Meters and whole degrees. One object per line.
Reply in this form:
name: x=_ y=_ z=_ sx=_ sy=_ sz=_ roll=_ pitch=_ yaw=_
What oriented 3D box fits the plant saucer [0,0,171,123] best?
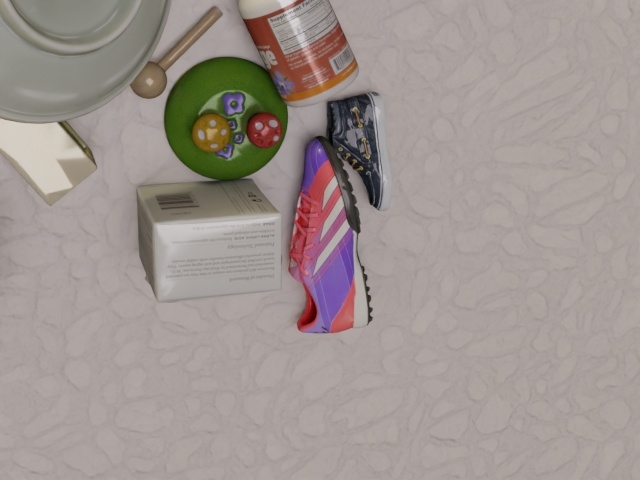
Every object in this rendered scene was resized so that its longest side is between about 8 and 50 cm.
plant saucer: x=-0.327 y=-0.340 z=1.342 sx=0.400 sy=0.100 sz=0.400 roll=-13 pitch=109 yaw=-41

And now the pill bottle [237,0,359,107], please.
pill bottle: x=-0.040 y=-0.305 z=1.518 sx=0.121 sy=0.121 sz=0.216 roll=-29 pitch=114 yaw=-5

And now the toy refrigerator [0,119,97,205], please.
toy refrigerator: x=-0.417 y=-0.185 z=1.456 sx=0.094 sy=0.102 sz=0.269 roll=-39 pitch=115 yaw=-1

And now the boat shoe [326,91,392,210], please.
boat shoe: x=0.056 y=-0.130 z=1.646 sx=0.083 sy=0.065 sz=0.183 roll=-10 pitch=105 yaw=-12

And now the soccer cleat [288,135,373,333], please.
soccer cleat: x=0.000 y=0.000 z=1.651 sx=0.116 sy=0.108 sz=0.318 roll=-13 pitch=115 yaw=-8

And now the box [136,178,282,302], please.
box: x=-0.161 y=-0.004 z=1.555 sx=0.182 sy=0.181 sz=0.119 roll=-5 pitch=111 yaw=-16

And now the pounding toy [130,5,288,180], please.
pounding toy: x=-0.138 y=-0.182 z=1.538 sx=0.183 sy=0.110 sz=0.237 roll=-37 pitch=116 yaw=-2
